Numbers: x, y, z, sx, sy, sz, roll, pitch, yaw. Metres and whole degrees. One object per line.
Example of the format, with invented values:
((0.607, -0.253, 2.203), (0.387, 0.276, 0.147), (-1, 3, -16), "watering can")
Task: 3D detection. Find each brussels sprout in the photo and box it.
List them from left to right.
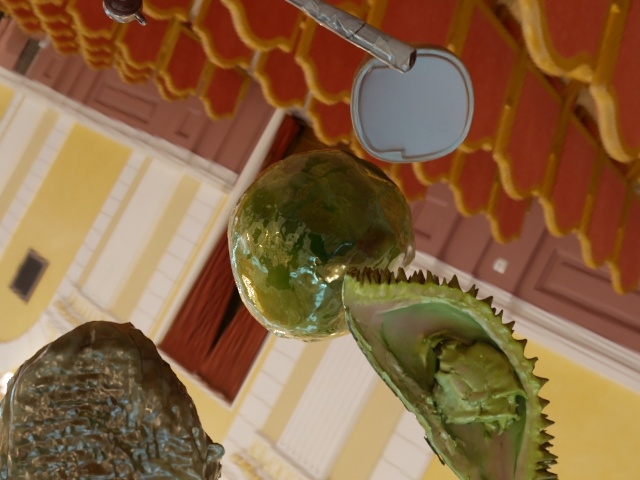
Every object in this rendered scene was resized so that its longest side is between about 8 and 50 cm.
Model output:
((0.000, 0.000, 1.304), (0.268, 0.344, 0.344), (26, 177, 30), "brussels sprout")

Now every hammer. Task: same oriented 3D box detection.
((-0.035, -0.329, 1.125), (0.427, 0.152, 0.044), (23, -172, -32), "hammer")

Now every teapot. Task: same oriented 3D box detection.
((-0.332, -0.404, 1.366), (0.100, 0.068, 0.045), (44, 168, -5), "teapot")

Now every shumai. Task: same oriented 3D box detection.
((-0.165, 0.153, 0.637), (0.184, 0.184, 0.142), (29, -175, -6), "shumai")

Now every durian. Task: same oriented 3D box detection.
((0.138, 0.168, 0.854), (0.355, 0.169, 0.157), (56, 139, 1), "durian")

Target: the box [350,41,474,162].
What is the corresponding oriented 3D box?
((0.209, -0.349, 1.955), (0.301, 0.301, 0.216), (29, -161, -14), "box")
